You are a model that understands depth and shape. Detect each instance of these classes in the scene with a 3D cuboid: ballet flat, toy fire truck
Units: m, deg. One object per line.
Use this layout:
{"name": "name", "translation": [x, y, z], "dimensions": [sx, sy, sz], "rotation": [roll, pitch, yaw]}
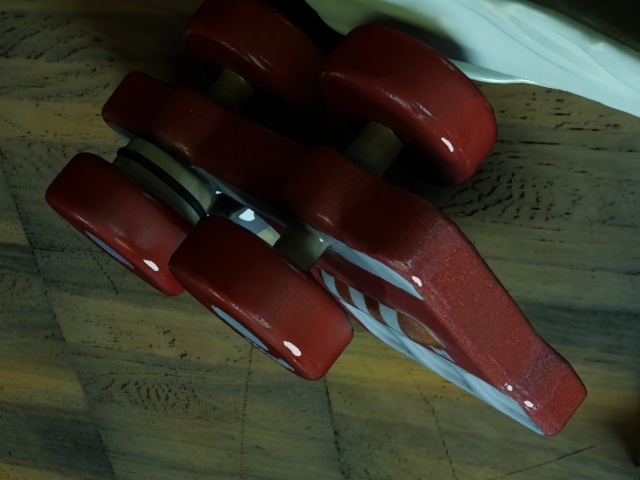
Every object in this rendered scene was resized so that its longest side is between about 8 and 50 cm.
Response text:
{"name": "ballet flat", "translation": [0.163, -0.116, 0.568], "dimensions": [0.400, 0.139, 0.139], "rotation": [20, 132, 15]}
{"name": "toy fire truck", "translation": [0.000, 0.000, 0.672], "dimensions": [0.302, 0.169, 0.254], "rotation": [26, 164, 43]}

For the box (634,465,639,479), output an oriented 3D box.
{"name": "box", "translation": [0.281, 0.213, 0.773], "dimensions": [0.102, 0.101, 0.087], "rotation": [43, 131, -12]}
